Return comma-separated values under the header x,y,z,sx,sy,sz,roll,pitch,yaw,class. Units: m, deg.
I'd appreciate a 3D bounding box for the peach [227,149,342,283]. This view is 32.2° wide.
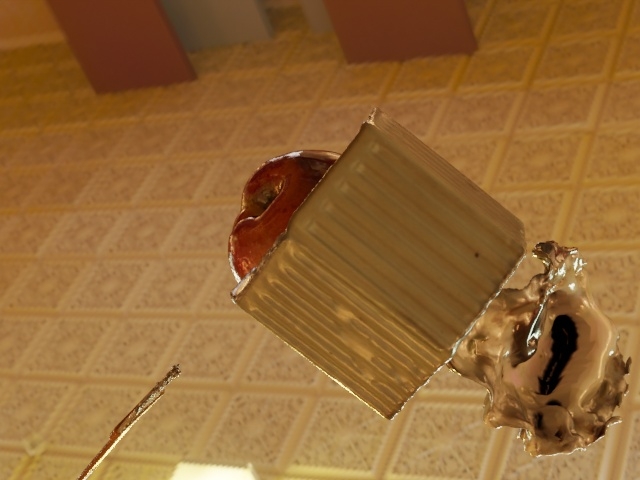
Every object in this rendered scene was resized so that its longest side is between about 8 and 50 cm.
x,y,z,sx,sy,sz,roll,pitch,yaw,class
0.000,0.000,1.463,0.243,0.243,0.199,-34,-153,-12,peach

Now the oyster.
x,y,z,sx,sy,sz,roll,pitch,yaw,class
0.265,0.120,1.310,0.115,0.237,0.351,-18,-166,33,oyster

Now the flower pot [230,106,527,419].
x,y,z,sx,sy,sz,roll,pitch,yaw,class
0.057,0.020,1.031,0.239,0.190,0.209,-50,-178,44,flower pot

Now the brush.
x,y,z,sx,sy,sz,roll,pitch,yaw,class
-0.252,0.243,1.373,0.090,0.017,0.314,-44,177,-41,brush
